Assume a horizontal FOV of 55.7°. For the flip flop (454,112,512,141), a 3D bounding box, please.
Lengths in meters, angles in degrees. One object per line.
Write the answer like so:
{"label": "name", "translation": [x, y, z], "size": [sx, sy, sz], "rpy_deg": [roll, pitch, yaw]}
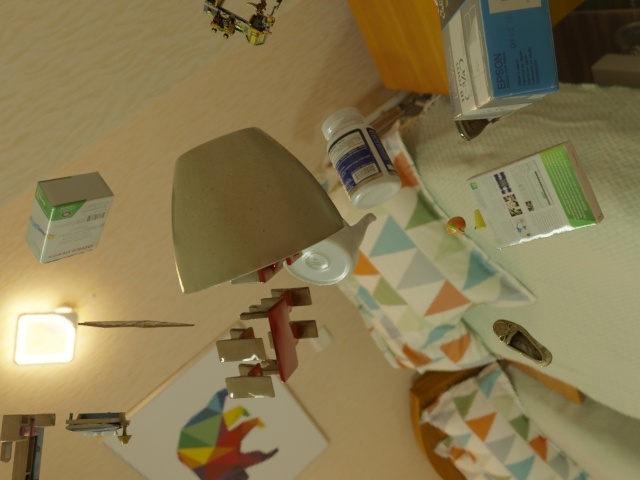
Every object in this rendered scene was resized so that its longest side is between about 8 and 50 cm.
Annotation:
{"label": "flip flop", "translation": [0.436, -0.341, 1.556], "size": [0.080, 0.277, 0.112], "rpy_deg": [-13, 102, 56]}

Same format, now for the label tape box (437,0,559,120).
{"label": "label tape box", "translation": [0.268, -0.331, 1.015], "size": [0.334, 0.105, 0.241], "rpy_deg": [-121, 22, -86]}

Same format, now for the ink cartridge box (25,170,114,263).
{"label": "ink cartridge box", "translation": [-0.614, -0.055, 1.477], "size": [0.093, 0.154, 0.212], "rpy_deg": [50, 132, 19]}

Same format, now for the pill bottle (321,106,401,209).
{"label": "pill bottle", "translation": [0.109, -0.233, 1.706], "size": [0.153, 0.153, 0.265], "rpy_deg": [88, 160, -68]}

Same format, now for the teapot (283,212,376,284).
{"label": "teapot", "translation": [0.000, 0.000, 1.828], "size": [0.256, 0.187, 0.252], "rpy_deg": [22, 136, -10]}

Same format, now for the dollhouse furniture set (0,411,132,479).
{"label": "dollhouse furniture set", "translation": [-0.715, 0.597, 1.740], "size": [0.286, 0.303, 0.198], "rpy_deg": [119, 150, -72]}

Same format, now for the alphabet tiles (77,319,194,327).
{"label": "alphabet tiles", "translation": [-0.475, 0.212, 1.535], "size": [0.198, 0.009, 0.237], "rpy_deg": [-2, 174, 39]}

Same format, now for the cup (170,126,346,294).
{"label": "cup", "translation": [-0.147, -0.072, 1.140], "size": [0.237, 0.331, 0.331], "rpy_deg": [68, 165, -4]}

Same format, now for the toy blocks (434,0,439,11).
{"label": "toy blocks", "translation": [0.207, -0.689, 1.319], "size": [0.260, 0.309, 0.288], "rpy_deg": [61, -179, 22]}

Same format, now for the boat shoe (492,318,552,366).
{"label": "boat shoe", "translation": [0.444, 0.224, 1.351], "size": [0.048, 0.056, 0.153], "rpy_deg": [24, -165, -48]}

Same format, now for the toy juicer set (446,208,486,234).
{"label": "toy juicer set", "translation": [0.549, -0.054, 2.028], "size": [0.209, 0.329, 0.090], "rpy_deg": [-19, 83, 41]}

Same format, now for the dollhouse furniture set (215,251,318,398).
{"label": "dollhouse furniture set", "translation": [-0.082, 0.141, 1.166], "size": [0.262, 0.135, 0.259], "rpy_deg": [-42, -57, -66]}

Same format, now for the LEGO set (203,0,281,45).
{"label": "LEGO set", "translation": [-0.183, -0.725, 1.654], "size": [0.255, 0.331, 0.192], "rpy_deg": [33, 158, -4]}

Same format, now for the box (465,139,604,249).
{"label": "box", "translation": [0.589, -0.118, 1.691], "size": [0.322, 0.058, 0.232], "rpy_deg": [-19, 99, 51]}
